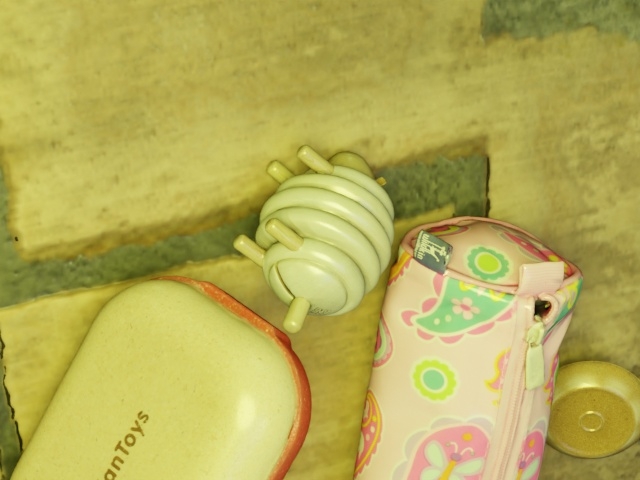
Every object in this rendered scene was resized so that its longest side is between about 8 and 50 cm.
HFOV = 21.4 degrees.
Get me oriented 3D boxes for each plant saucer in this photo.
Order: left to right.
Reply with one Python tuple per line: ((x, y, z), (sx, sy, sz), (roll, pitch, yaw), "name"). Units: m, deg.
((0.187, 0.122, 1.171), (0.083, 0.015, 0.083), (3, 120, 5), "plant saucer")

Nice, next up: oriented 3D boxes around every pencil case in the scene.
((0.088, 0.126, 1.090), (0.124, 0.124, 0.284), (1, 111, -25), "pencil case")

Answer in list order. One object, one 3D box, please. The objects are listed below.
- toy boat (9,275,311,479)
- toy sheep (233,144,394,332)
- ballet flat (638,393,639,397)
((-0.084, 0.141, 1.022), (0.231, 0.151, 0.151), (-61, 150, 7), "toy boat")
((0.000, 0.000, 1.011), (0.091, 0.091, 0.132), (47, 53, -32), "toy sheep")
((0.243, 0.125, 1.215), (0.041, 0.041, 0.114), (-46, 122, -2), "ballet flat")
